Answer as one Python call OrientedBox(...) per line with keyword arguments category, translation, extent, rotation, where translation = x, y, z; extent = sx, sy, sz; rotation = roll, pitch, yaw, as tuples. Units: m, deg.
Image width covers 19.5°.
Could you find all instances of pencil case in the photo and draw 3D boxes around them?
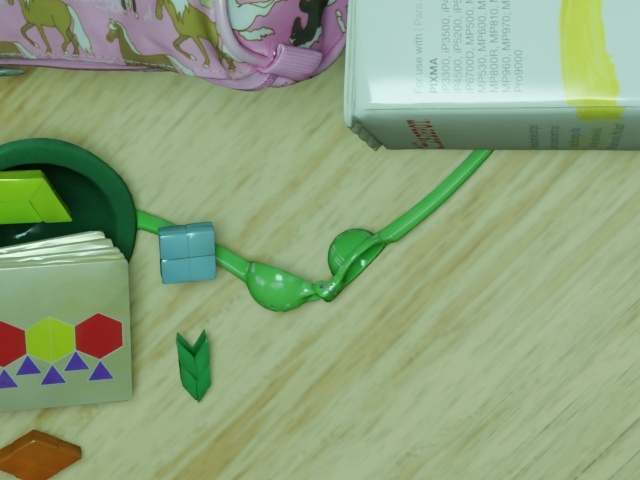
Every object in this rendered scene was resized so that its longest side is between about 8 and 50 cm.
OrientedBox(category="pencil case", translation=(-0.156, -0.201, 1.397), extent=(0.386, 0.160, 0.167), rotation=(6, 127, 38))

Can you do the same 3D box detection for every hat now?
OrientedBox(category="hat", translation=(-0.278, -0.045, 1.570), extent=(0.208, 0.183, 0.173), rotation=(27, 103, -35))

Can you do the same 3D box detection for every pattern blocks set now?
OrientedBox(category="pattern blocks set", translation=(-0.245, 0.073, 1.506), extent=(0.325, 0.026, 0.285), rotation=(3, 117, -14))

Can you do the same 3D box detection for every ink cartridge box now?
OrientedBox(category="ink cartridge box", translation=(0.219, -0.154, 1.363), extent=(0.385, 0.279, 0.160), rotation=(0, 87, 6))

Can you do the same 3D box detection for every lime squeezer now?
OrientedBox(category="lime squeezer", translation=(0.000, 0.000, 1.533), extent=(0.310, 0.059, 0.110), rotation=(-11, 60, 8))
